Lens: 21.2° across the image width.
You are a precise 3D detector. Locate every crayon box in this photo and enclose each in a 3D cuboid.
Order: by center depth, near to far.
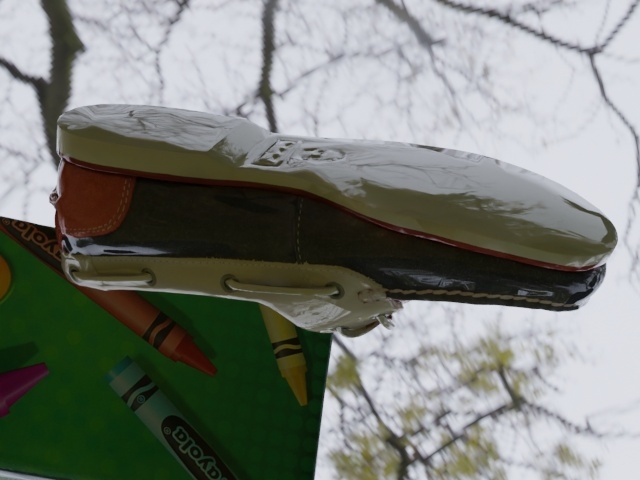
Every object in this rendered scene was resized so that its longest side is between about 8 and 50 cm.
[{"bbox_3d":[-0.120,0.067,0.646,0.165,0.278,0.081,13,-108,-17],"label":"crayon box"}]

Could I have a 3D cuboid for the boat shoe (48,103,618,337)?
[{"bbox_3d":[0.000,0.000,0.398,0.137,0.049,0.043,10,-70,16],"label":"boat shoe"}]
